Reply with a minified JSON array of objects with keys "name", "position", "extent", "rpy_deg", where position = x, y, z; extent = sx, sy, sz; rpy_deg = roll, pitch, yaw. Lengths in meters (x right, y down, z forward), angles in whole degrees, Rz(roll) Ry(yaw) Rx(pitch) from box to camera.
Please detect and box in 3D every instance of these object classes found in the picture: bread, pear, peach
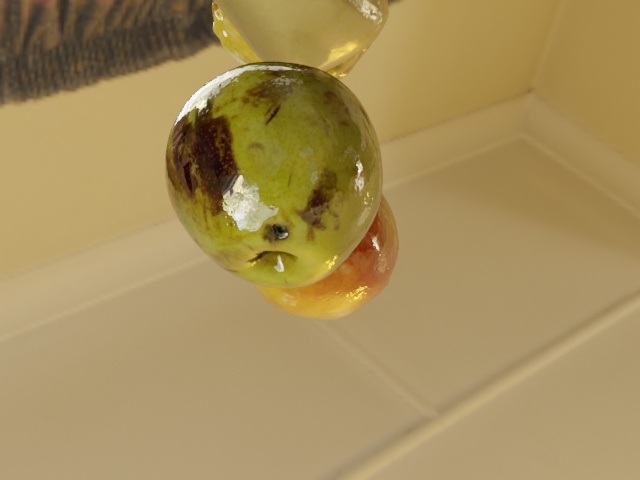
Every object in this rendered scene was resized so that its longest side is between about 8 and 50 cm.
[{"name":"bread","position":[-0.064,-0.461,1.960],"extent":[0.253,0.376,0.348],"rpy_deg":[-38,-134,2]},{"name":"pear","position":[-0.059,-0.080,1.415],"extent":[0.284,0.283,0.283],"rpy_deg":[9,-143,-7]},{"name":"peach","position":[0.004,0.003,2.007],"extent":[0.289,0.288,0.308],"rpy_deg":[-2,-178,-20]}]

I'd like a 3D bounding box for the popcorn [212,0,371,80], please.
[{"name":"popcorn","position":[-0.043,-0.493,2.406],"extent":[0.354,0.344,0.390],"rpy_deg":[-38,-163,-20]}]
